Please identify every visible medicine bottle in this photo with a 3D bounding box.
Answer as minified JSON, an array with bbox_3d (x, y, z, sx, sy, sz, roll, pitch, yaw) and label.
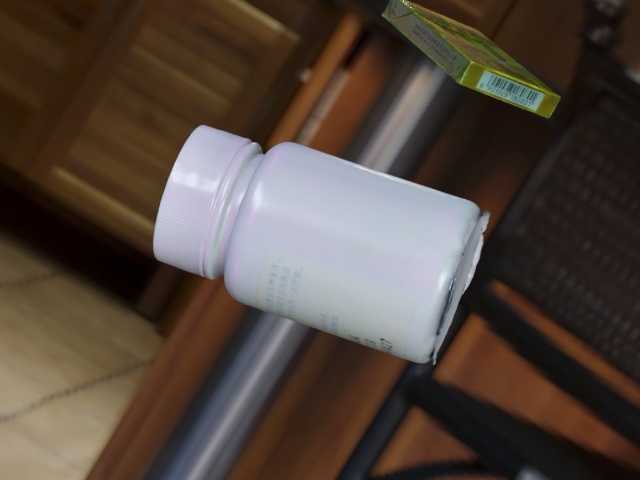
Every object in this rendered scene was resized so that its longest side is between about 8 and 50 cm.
[{"bbox_3d":[0.000,0.000,2.325,0.378,0.214,0.213,19,5,8],"label":"medicine bottle"}]

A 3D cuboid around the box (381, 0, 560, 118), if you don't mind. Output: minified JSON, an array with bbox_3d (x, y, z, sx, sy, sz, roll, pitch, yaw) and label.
[{"bbox_3d":[0.155,-0.193,1.951,0.121,0.030,0.193,18,19,-32],"label":"box"}]
